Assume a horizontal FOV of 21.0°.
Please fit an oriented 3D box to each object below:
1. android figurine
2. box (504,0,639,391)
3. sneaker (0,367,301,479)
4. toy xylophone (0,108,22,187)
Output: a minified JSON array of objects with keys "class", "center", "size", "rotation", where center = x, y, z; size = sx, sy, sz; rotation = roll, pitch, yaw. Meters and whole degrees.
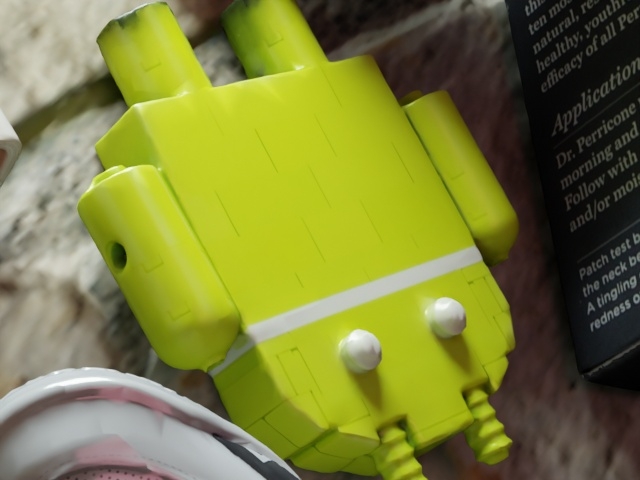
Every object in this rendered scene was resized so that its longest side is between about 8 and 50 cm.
[{"class":"android figurine","center":[0.000,0.000,0.844],"size":[0.248,0.056,0.273],"rotation":[-15,72,-43]},{"class":"box","center":[0.380,-0.145,1.065],"size":[0.480,0.297,0.472],"rotation":[13,58,-32]},{"class":"sneaker","center":[-0.004,0.206,0.572],"size":[0.137,0.210,0.366],"rotation":[-31,92,-5]},{"class":"toy xylophone","center":[-0.263,-0.064,0.654],"size":[0.322,0.081,0.236],"rotation":[-14,73,-43]}]
